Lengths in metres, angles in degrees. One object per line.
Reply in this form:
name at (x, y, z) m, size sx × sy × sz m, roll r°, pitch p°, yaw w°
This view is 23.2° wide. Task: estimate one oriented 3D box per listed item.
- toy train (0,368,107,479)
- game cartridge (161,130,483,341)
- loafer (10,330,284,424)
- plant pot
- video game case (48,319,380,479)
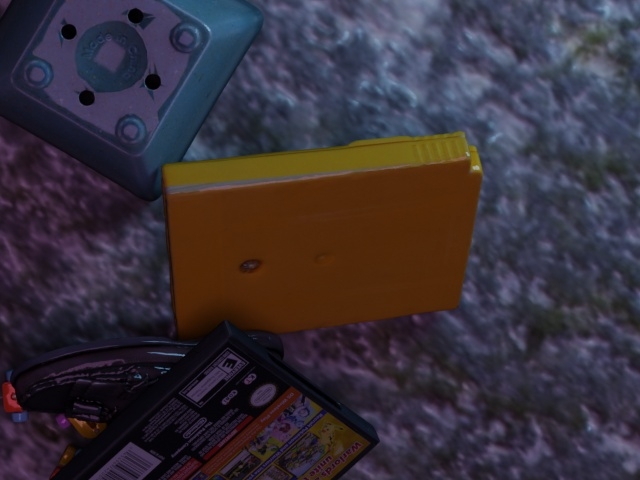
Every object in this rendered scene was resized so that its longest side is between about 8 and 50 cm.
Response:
toy train at (-0.295, 0.217, 1.734) m, size 0.125 × 0.046 × 0.166 m, roll -10°, pitch 96°, yaw -4°
game cartridge at (0.000, 0.000, 1.644) m, size 0.324 × 0.285 × 0.052 m, roll -8°, pitch 55°, yaw -8°
loafer at (-0.175, 0.160, 1.673) m, size 0.303 × 0.109 × 0.095 m, roll -5°, pitch 62°, yaw -21°
plant pot at (-0.211, -0.190, 1.583) m, size 0.247 × 0.252 × 0.247 m, roll 31°, pitch 93°, yaw -9°
video game case at (-0.114, 0.240, 1.687) m, size 0.275 × 0.035 × 0.248 m, roll -43°, pitch 125°, yaw 12°
